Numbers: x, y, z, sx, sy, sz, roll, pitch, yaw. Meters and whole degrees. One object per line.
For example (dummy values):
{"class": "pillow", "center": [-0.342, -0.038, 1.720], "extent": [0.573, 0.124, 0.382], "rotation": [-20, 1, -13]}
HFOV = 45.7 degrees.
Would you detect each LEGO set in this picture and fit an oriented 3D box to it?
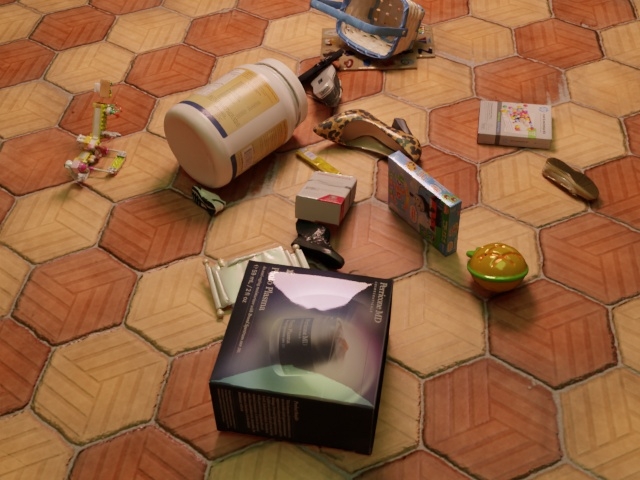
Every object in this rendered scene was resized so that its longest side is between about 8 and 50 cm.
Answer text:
{"class": "LEGO set", "center": [-0.554, -0.271, 1.965], "extent": [0.107, 0.132, 0.286], "rotation": [12, 70, 7]}

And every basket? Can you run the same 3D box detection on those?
{"class": "basket", "center": [0.145, -0.636, 2.184], "extent": [0.289, 0.201, 0.255], "rotation": [-6, 36, -48]}

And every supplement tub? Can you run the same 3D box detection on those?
{"class": "supplement tub", "center": [-0.206, -0.300, 1.904], "extent": [0.228, 0.228, 0.316], "rotation": [32, 56, 29]}

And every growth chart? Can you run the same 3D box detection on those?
{"class": "growth chart", "center": [-0.129, 0.091, 1.653], "extent": [0.238, 0.021, 0.171], "rotation": [-11, 60, -6]}

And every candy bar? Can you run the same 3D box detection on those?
{"class": "candy bar", "center": [-0.003, -0.194, 1.935], "extent": [0.040, 0.018, 0.161], "rotation": [-32, 52, -28]}

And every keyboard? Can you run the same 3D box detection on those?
{"class": "keyboard", "center": [-0.006, -0.493, 2.174], "extent": [0.180, 0.108, 0.023], "rotation": [-39, 98, -24]}

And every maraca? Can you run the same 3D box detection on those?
{"class": "maraca", "center": [0.376, 0.050, 1.632], "extent": [0.127, 0.099, 0.185], "rotation": [1, 21, 1]}

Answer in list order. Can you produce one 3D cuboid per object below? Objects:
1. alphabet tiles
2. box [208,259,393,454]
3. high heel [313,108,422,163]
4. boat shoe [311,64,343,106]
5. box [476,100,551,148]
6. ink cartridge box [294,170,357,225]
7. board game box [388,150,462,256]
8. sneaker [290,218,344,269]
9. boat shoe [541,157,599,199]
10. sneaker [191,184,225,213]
{"class": "alphabet tiles", "center": [0.172, -0.603, 2.320], "extent": [0.343, 0.011, 0.285], "rotation": [-1, 47, 3]}
{"class": "box", "center": [-0.024, 0.212, 1.434], "extent": [0.294, 0.182, 0.296], "rotation": [8, 48, 6]}
{"class": "high heel", "center": [0.122, -0.251, 1.926], "extent": [0.262, 0.093, 0.186], "rotation": [-3, 39, -11]}
{"class": "boat shoe", "center": [0.022, -0.425, 2.117], "extent": [0.078, 0.070, 0.219], "rotation": [-36, 22, 20]}
{"class": "box", "center": [0.509, -0.305, 1.996], "extent": [0.186, 0.038, 0.145], "rotation": [7, 48, 9]}
{"class": "ink cartridge box", "center": [0.014, -0.101, 1.789], "extent": [0.109, 0.063, 0.150], "rotation": [11, 30, 13]}
{"class": "board game box", "center": [0.231, -0.084, 1.719], "extent": [0.039, 0.160, 0.211], "rotation": [-28, 51, -20]}
{"class": "sneaker", "center": [0.001, 0.002, 1.724], "extent": [0.170, 0.051, 0.089], "rotation": [21, 53, 31]}
{"class": "boat shoe", "center": [0.603, -0.141, 1.837], "extent": [0.056, 0.048, 0.153], "rotation": [-28, 57, -37]}
{"class": "sneaker", "center": [-0.274, -0.101, 1.856], "extent": [0.044, 0.040, 0.109], "rotation": [-24, 51, -40]}
